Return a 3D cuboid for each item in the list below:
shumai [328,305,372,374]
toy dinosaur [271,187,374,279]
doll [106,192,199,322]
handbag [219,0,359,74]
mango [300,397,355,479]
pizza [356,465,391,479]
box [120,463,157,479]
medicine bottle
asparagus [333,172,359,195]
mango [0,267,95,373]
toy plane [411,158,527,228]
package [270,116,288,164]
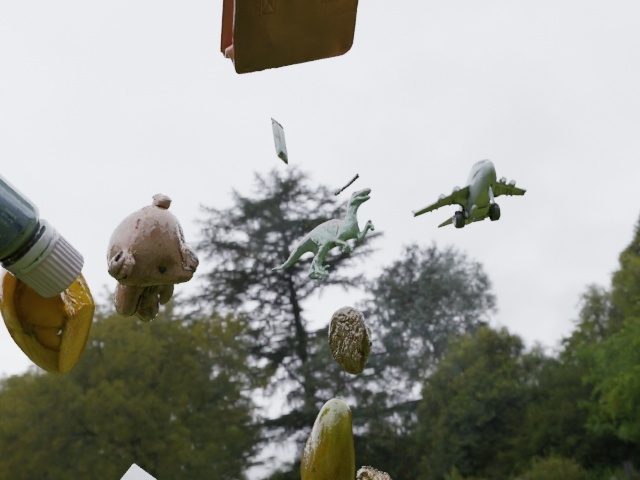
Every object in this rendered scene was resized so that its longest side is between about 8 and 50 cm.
[{"bbox_3d":[0.079,0.209,1.645,0.105,0.139,0.123,-32,18,-34],"label":"shumai"},{"bbox_3d":[0.000,0.000,1.457,0.242,0.167,0.053,-15,-27,41],"label":"toy dinosaur"},{"bbox_3d":[-0.306,0.064,1.450,0.156,0.201,0.303,18,-33,12],"label":"doll"},{"bbox_3d":[-0.043,-0.338,1.122,0.212,0.059,0.157,-19,-37,-26],"label":"handbag"},{"bbox_3d":[0.018,0.391,1.363,0.099,0.136,0.227,3,-62,-7],"label":"mango"},{"bbox_3d":[0.118,0.529,1.552,0.053,0.193,0.201,-34,20,6],"label":"pizza"},{"bbox_3d":[-0.413,0.683,1.761,0.116,0.203,0.274,-49,-12,-50],"label":"box"},{"bbox_3d":[-0.353,-0.020,0.826,0.083,0.083,0.203,-21,-52,28],"label":"medicine bottle"},{"bbox_3d":[0.061,-0.130,1.786,0.013,0.016,0.166,18,-19,-14],"label":"asparagus"},{"bbox_3d":[-0.638,0.170,1.769,0.201,0.199,0.350,-23,-47,-32],"label":"mango"},{"bbox_3d":[0.207,-0.057,1.003,0.162,0.066,0.171,-12,-14,-6],"label":"toy plane"},{"bbox_3d":[-0.074,-0.180,1.378,0.015,0.110,0.037,-31,-43,24],"label":"package"}]
